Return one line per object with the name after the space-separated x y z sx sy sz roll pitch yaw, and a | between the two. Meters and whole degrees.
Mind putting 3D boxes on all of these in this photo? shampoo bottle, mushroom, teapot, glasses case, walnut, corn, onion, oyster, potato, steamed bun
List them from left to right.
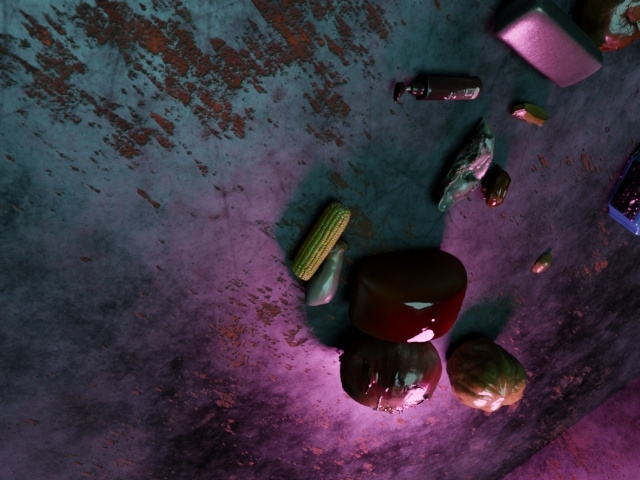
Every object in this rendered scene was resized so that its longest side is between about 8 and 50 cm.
0.000 0.000 1.405 0.081 0.081 0.248 20 114 -34 | corn
0.017 0.097 1.474 0.093 0.116 0.225 19 115 7 | mushroom
0.233 0.434 1.671 0.353 0.354 0.354 -12 127 -16 | onion
0.288 0.182 1.555 0.379 0.248 0.235 -7 126 -21 | steamed bun
0.299 -0.390 1.272 0.236 0.067 0.068 -6 116 -20 | shampoo bottle
0.418 -0.199 1.445 0.199 0.087 0.252 -28 138 -16 | oyster
0.642 0.525 1.947 0.282 0.277 0.253 30 103 -25 | walnut
0.541 -0.167 1.537 0.098 0.078 0.129 -27 135 -61 | teapot
0.838 0.091 1.871 0.037 0.036 0.093 15 117 -35 | potato
0.592 -0.509 1.276 0.323 0.074 0.131 19 151 -32 | glasses case
0.783 -0.608 1.282 0.194 0.138 0.231 15 116 -31 | mushroom

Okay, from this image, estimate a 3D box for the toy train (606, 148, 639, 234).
1.189 -0.183 1.742 0.264 0.188 0.300 -3 126 -17 | toy train

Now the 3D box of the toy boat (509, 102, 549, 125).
0.612 -0.366 1.442 0.149 0.049 0.047 7 78 -33 | toy boat
